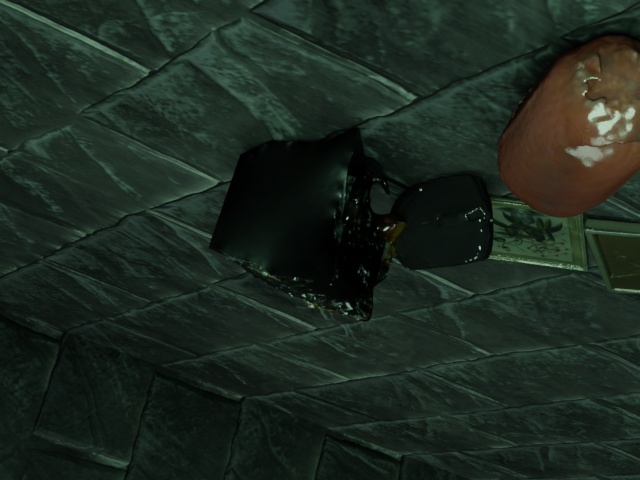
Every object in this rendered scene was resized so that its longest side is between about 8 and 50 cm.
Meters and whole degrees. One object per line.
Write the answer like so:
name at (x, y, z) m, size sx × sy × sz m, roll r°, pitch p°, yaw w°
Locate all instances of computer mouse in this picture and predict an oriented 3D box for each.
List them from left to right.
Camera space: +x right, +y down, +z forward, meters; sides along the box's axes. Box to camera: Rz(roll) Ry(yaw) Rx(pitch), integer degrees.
computer mouse at (0.154, -0.020, 1.898) m, size 0.073 × 0.122 × 0.217 m, roll -2°, pitch 174°, yaw -39°

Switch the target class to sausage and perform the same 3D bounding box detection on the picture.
sausage at (0.285, -0.118, 1.489) m, size 0.152 × 0.152 × 0.279 m, roll 16°, pitch 160°, yaw -7°

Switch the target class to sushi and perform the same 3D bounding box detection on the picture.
sushi at (-0.001, 0.000, 1.873) m, size 0.227 × 0.215 × 0.212 m, roll -9°, pitch 143°, yaw 43°

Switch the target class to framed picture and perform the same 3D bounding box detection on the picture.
framed picture at (0.300, -0.009, 1.986) m, size 0.173 × 0.010 × 0.231 m, roll 8°, pitch 160°, yaw 17°
framed picture at (0.555, 0.037, 1.928) m, size 0.335 × 0.022 × 0.247 m, roll 5°, pitch 160°, yaw 22°
